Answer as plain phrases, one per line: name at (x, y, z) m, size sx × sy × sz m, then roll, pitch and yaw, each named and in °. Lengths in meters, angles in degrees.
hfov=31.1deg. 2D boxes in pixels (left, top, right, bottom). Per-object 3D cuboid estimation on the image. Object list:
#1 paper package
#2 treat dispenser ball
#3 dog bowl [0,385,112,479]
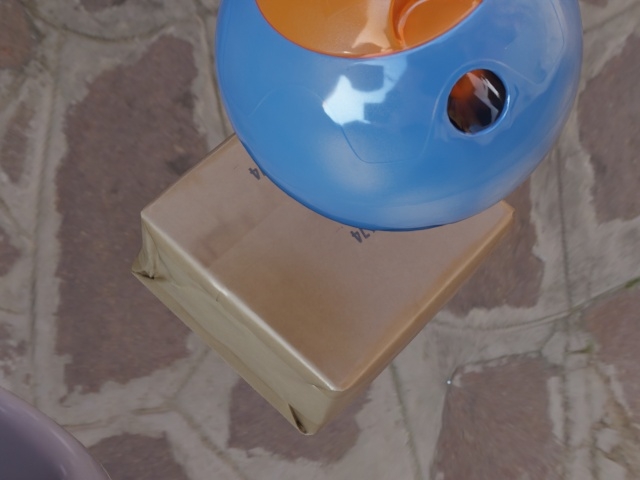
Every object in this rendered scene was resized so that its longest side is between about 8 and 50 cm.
paper package at (0.000, 0.000, 1.317) m, size 0.309 × 0.168 × 0.325 m, roll 42°, pitch 64°, yaw 9°
treat dispenser ball at (0.061, -0.150, 0.911) m, size 0.288 × 0.288 × 0.288 m, roll -1°, pitch 83°, yaw 6°
dog bowl at (-0.211, 0.067, 0.290) m, size 0.349 × 0.349 × 0.102 m, roll 20°, pitch 89°, yaw 8°
